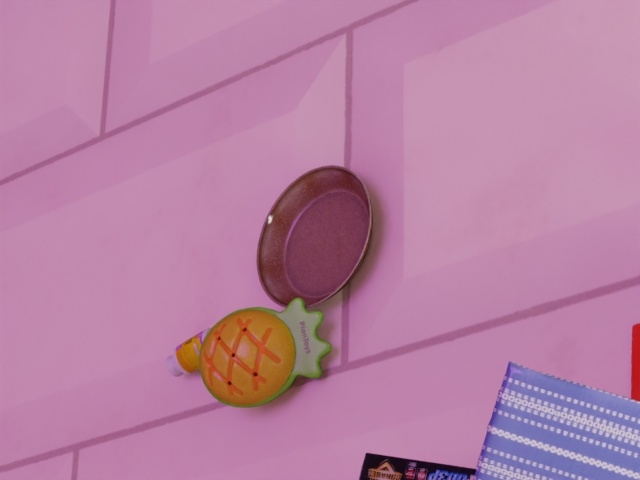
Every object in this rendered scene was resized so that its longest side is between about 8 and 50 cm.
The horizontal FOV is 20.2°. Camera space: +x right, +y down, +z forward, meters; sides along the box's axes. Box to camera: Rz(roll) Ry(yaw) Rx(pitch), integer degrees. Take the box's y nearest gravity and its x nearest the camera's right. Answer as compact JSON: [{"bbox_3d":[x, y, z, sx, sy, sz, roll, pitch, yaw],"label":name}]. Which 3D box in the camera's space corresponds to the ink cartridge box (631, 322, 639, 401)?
[{"bbox_3d":[0.406,0.183,1.841,0.239,0.060,0.275,-14,61,38],"label":"ink cartridge box"}]

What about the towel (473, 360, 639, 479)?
[{"bbox_3d":[0.255,0.308,1.776,0.243,0.040,0.336,16,102,6],"label":"towel"}]

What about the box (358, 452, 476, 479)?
[{"bbox_3d":[0.176,0.279,1.929,0.220,0.175,0.051,2,74,44],"label":"box"}]

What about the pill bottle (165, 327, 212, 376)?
[{"bbox_3d":[-0.169,0.153,2.424,0.083,0.043,0.043,-31,51,30],"label":"pill bottle"}]

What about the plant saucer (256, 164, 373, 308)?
[{"bbox_3d":[0.000,0.000,2.341,0.199,0.036,0.198,-20,58,37],"label":"plant saucer"}]

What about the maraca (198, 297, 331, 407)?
[{"bbox_3d":[-0.073,0.143,2.298,0.186,0.099,0.127,-20,78,21],"label":"maraca"}]
